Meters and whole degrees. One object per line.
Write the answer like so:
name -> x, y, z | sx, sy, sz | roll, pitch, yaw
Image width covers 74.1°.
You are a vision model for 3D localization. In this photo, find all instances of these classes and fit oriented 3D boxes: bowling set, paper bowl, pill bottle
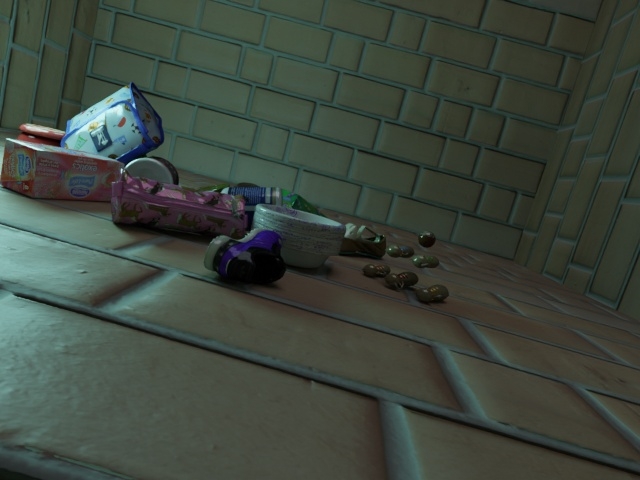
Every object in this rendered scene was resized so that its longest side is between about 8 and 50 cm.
bowling set -> 0.273, 0.060, 1.329 | 0.287, 0.200, 0.154 | 17, 9, 39
paper bowl -> -0.074, -0.010, 1.296 | 0.284, 0.148, 0.284 | 15, 9, -2
pill bottle -> -0.636, -0.229, 1.615 | 0.176, 0.176, 0.318 | 13, 9, -16
pill bottle -> -0.265, -0.109, 1.470 | 0.264, 0.153, 0.153 | 0, 10, -4

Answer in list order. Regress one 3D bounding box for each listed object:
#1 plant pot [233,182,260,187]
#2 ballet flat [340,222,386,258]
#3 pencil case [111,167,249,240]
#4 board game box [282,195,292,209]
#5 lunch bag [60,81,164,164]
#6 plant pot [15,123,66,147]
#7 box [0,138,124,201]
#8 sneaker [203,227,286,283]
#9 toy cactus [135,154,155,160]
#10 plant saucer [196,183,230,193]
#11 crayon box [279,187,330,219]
plant pot -> -0.329, -0.189, 1.916 | 0.237, 0.110, 0.237 | 12, 27, -6
ballet flat -> 0.147, -0.003, 1.717 | 0.342, 0.124, 0.116 | 9, 11, -37
pencil case -> -0.406, -0.094, 1.241 | 0.386, 0.167, 0.160 | 10, 41, -28
board game box -> -0.182, -0.094, 1.621 | 0.160, 0.039, 0.212 | 9, 47, -22
lunch bag -> -0.800, -0.401, 1.650 | 0.239, 0.327, 0.385 | 56, 5, -47
plant pot -> -1.083, -0.352, 1.648 | 0.191, 0.174, 0.191 | 14, 11, -3
box -> -0.798, -0.212, 1.333 | 0.154, 0.142, 0.300 | 18, 9, 20
sneaker -> -0.139, 0.048, 1.017 | 0.146, 0.102, 0.293 | 22, 15, 17
toy cactus -> -0.779, -0.272, 1.806 | 0.112, 0.181, 0.219 | 42, -41, -13
plant saucer -> -0.516, -0.207, 1.886 | 0.240, 0.037, 0.241 | -12, 16, 3
crayon box -> -0.088, -0.136, 2.016 | 0.165, 0.081, 0.278 | 24, -8, 44
